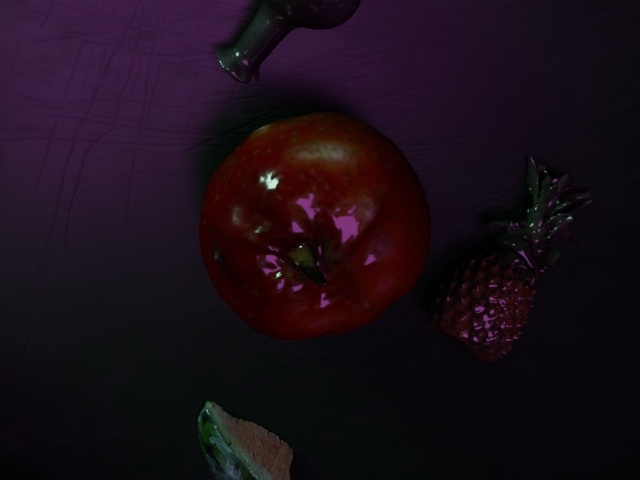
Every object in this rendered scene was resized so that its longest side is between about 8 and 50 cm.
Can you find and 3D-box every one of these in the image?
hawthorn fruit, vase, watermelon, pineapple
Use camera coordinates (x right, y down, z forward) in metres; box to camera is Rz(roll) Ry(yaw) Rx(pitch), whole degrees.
[{"bbox_3d":[0.000,0.000,0.923,0.254,0.300,0.254,-2,110,-7],"label":"hawthorn fruit"},{"bbox_3d":[-0.038,-0.240,0.934,0.120,0.120,0.183,32,115,-20],"label":"vase"},{"bbox_3d":[-0.106,0.273,1.145,0.101,0.080,0.155,-26,121,38],"label":"watermelon"},{"bbox_3d":[0.238,0.025,1.091,0.125,0.125,0.251,32,91,-20],"label":"pineapple"}]
